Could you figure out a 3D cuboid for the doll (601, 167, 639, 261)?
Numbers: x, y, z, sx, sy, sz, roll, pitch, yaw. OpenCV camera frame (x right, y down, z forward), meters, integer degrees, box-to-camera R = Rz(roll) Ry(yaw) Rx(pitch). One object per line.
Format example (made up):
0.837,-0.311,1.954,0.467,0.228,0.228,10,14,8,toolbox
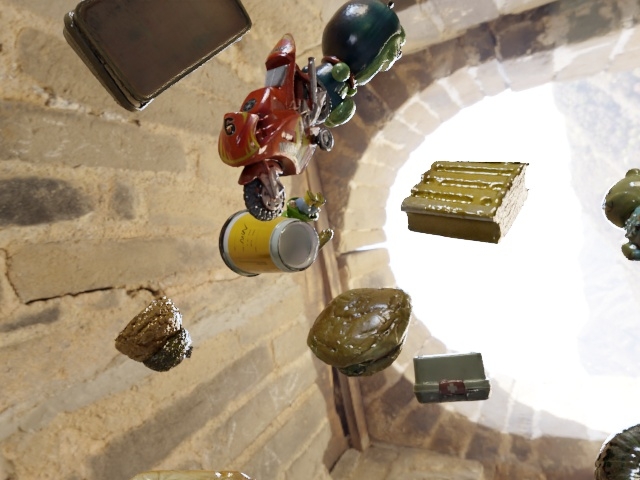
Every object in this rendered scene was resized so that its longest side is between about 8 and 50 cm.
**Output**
0.923,-0.077,1.346,0.260,0.162,0.177,-92,-1,-50,doll

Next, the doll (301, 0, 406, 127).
0.076,-0.442,1.123,0.186,0.198,0.322,37,-94,-15,doll

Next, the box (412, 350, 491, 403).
0.361,0.380,1.308,0.148,0.210,0.129,45,-142,-72,box

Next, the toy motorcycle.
-0.068,-0.180,0.746,0.171,0.089,0.298,42,-124,-35,toy motorcycle

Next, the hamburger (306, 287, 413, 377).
0.101,0.214,1.197,0.134,0.285,0.265,56,-133,-31,hamburger

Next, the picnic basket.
-0.262,-0.343,0.761,0.266,0.139,0.165,-46,-59,-20,picnic basket

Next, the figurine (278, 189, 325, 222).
-0.095,-0.053,1.483,0.162,0.263,0.143,8,-134,-51,figurine

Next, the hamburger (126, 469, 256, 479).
-0.208,0.507,0.711,0.305,0.174,0.284,7,-77,-19,hamburger

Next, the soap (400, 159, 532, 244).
0.477,-0.138,1.539,0.293,0.335,0.156,-52,-46,-31,soap

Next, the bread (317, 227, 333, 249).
0.000,0.000,1.339,0.034,0.088,0.049,42,-171,-8,bread

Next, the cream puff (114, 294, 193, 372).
-0.399,0.250,1.183,0.169,0.183,0.183,43,-141,-4,cream puff

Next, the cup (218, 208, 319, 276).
-0.141,0.008,1.268,0.196,0.280,0.196,-1,-88,-40,cup

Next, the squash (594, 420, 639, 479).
0.479,0.344,0.634,0.156,0.193,0.193,52,-143,-8,squash
